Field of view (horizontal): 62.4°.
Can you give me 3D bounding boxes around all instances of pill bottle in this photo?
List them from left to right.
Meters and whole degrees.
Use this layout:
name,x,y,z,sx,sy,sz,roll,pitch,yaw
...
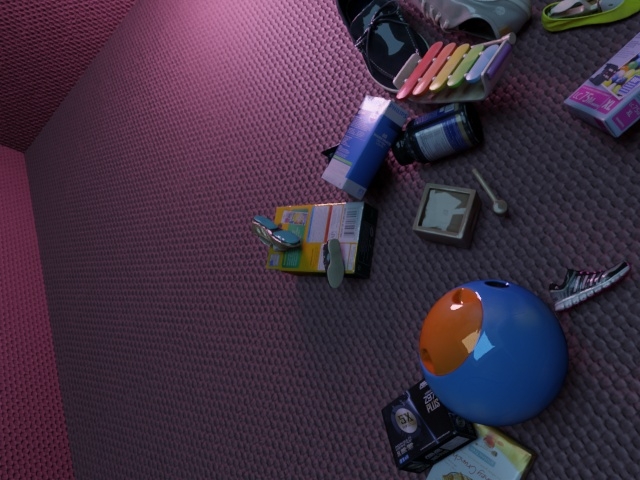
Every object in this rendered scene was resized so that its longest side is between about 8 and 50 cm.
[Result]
name,x,y,z,sx,sy,sz,roll,pitch,yaw
pill bottle,0.298,-0.273,1.377,0.219,0.122,0.123,-17,65,33

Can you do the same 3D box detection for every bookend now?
name,x,y,z,sx,sy,sz,roll,pitch,yaw
bookend,0.089,-0.209,1.550,0.157,0.072,0.157,-17,65,33

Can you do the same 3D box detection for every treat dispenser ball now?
name,x,y,z,sx,sy,sz,roll,pitch,yaw
treat dispenser ball,0.344,0.223,1.067,0.288,0.288,0.289,-13,67,34

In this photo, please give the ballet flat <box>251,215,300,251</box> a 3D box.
name,x,y,z,sx,sy,sz,roll,pitch,yaw
ballet flat,-0.132,-0.007,1.559,0.206,0.073,0.067,33,123,43

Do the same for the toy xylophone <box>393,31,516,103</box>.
name,x,y,z,sx,sy,sz,roll,pitch,yaw
toy xylophone,0.342,-0.437,1.323,0.322,0.081,0.236,6,59,50

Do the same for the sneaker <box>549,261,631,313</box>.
name,x,y,z,sx,sy,sz,roll,pitch,yaw
sneaker,0.551,0.082,1.098,0.170,0.063,0.075,-38,61,27

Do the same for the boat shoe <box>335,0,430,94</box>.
name,x,y,z,sx,sy,sz,roll,pitch,yaw
boat shoe,0.173,-0.622,1.574,0.186,0.156,0.501,-36,58,21

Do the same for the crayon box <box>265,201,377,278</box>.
name,x,y,z,sx,sy,sz,roll,pitch,yaw
crayon box,0.000,0.000,1.540,0.322,0.083,0.203,0,75,37

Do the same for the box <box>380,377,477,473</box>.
name,x,y,z,sx,sy,sz,roll,pitch,yaw
box,0.237,0.408,1.182,0.180,0.077,0.148,-46,37,29

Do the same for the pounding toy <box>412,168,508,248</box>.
name,x,y,z,sx,sy,sz,roll,pitch,yaw
pounding toy,0.357,-0.077,1.291,0.205,0.094,0.181,13,78,30

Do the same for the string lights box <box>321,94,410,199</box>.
name,x,y,z,sx,sy,sz,roll,pitch,yaw
string lights box,0.116,-0.253,1.420,0.260,0.076,0.133,-60,32,7

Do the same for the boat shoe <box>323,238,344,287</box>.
name,x,y,z,sx,sy,sz,roll,pitch,yaw
boat shoe,0.033,0.063,1.414,0.042,0.048,0.133,-26,64,61

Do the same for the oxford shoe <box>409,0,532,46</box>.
name,x,y,z,sx,sy,sz,roll,pitch,yaw
oxford shoe,0.335,-0.637,1.422,0.449,0.169,0.130,31,102,25

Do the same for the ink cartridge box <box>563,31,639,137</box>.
name,x,y,z,sx,sy,sz,roll,pitch,yaw
ink cartridge box,0.684,-0.366,1.097,0.311,0.065,0.186,-42,21,17

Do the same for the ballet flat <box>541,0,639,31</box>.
name,x,y,z,sx,sy,sz,roll,pitch,yaw
ballet flat,0.636,-0.549,1.239,0.230,0.077,0.077,-1,73,37

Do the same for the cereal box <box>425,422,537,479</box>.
name,x,y,z,sx,sy,sz,roll,pitch,yaw
cereal box,0.329,0.512,1.133,0.173,0.047,0.240,27,92,42
